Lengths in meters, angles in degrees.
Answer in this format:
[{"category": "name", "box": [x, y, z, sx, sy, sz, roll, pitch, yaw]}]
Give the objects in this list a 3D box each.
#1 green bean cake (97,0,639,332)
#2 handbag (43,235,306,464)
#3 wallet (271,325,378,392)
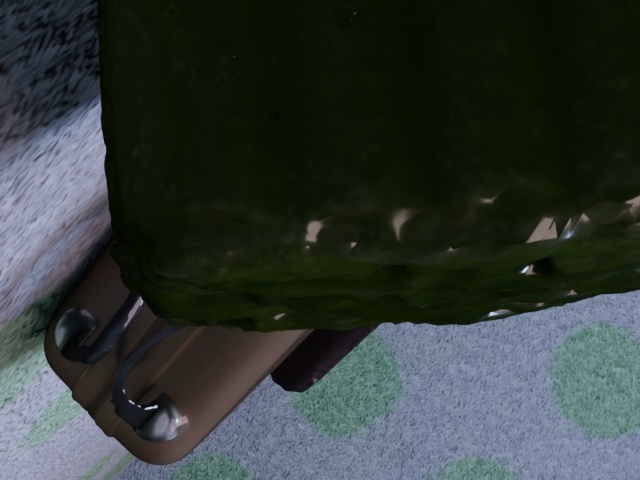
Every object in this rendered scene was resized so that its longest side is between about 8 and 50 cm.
[{"category": "green bean cake", "box": [0.037, -0.046, 0.490, 0.246, 0.156, 0.250, -5, 169, -8]}, {"category": "handbag", "box": [-0.071, 0.029, 0.860, 0.302, 0.149, 0.283, -45, 174, 28]}, {"category": "wallet", "box": [0.000, 0.000, 1.012, 0.229, 0.182, 0.049, -45, 165, 28]}]
